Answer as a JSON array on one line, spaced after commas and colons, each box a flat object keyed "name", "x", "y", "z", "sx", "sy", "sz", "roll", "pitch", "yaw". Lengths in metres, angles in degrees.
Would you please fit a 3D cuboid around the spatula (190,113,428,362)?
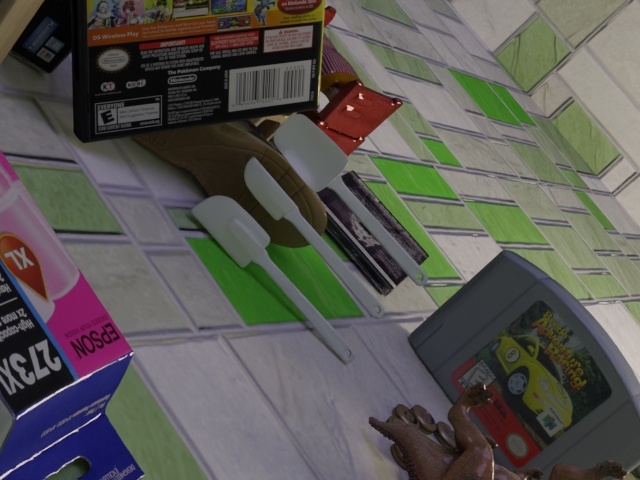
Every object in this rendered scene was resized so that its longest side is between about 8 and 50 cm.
[{"name": "spatula", "x": 0.000, "y": 0.000, "z": 1.492, "sx": 0.242, "sy": 0.168, "sz": 0.019, "roll": 47, "pitch": -13, "yaw": -8}]

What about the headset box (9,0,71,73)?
[{"name": "headset box", "x": -0.280, "y": -0.364, "z": 1.477, "sx": 0.131, "sy": 0.246, "sz": 0.283, "roll": 32, "pitch": 23, "yaw": -33}]

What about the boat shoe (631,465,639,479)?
[{"name": "boat shoe", "x": 0.495, "y": 0.313, "z": 1.943, "sx": 0.113, "sy": 0.105, "sz": 0.306, "roll": 41, "pitch": -7, "yaw": 17}]

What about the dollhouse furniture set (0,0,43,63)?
[{"name": "dollhouse furniture set", "x": -0.358, "y": -0.254, "z": 1.073, "sx": 0.198, "sy": 0.286, "sz": 0.303, "roll": 41, "pitch": 16, "yaw": 8}]

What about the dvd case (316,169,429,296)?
[{"name": "dvd case", "x": 0.063, "y": -0.014, "z": 1.829, "sx": 0.164, "sy": 0.018, "sz": 0.221, "roll": 49, "pitch": 19, "yaw": 3}]

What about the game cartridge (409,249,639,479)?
[{"name": "game cartridge", "x": 0.257, "y": 0.166, "z": 1.615, "sx": 0.294, "sy": 0.196, "sz": 0.060, "roll": 53, "pitch": 20, "yaw": 19}]

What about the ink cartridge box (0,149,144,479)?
[{"name": "ink cartridge box", "x": -0.248, "y": 0.033, "z": 0.982, "sx": 0.371, "sy": 0.069, "sz": 0.176, "roll": 58, "pitch": 22, "yaw": 1}]

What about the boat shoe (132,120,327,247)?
[{"name": "boat shoe", "x": -0.107, "y": -0.103, "z": 1.540, "sx": 0.285, "sy": 0.103, "sz": 0.092, "roll": 35, "pitch": 27, "yaw": -14}]

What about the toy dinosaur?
[{"name": "toy dinosaur", "x": 0.164, "y": 0.274, "z": 1.345, "sx": 0.296, "sy": 0.127, "sz": 0.200, "roll": 32, "pitch": 57, "yaw": 3}]

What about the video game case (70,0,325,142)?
[{"name": "video game case", "x": -0.120, "y": -0.236, "z": 1.398, "sx": 0.275, "sy": 0.248, "sz": 0.035, "roll": -11, "pitch": 31, "yaw": -26}]

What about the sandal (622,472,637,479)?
[{"name": "sandal", "x": 0.470, "y": 0.384, "z": 1.785, "sx": 0.303, "sy": 0.086, "sz": 0.120, "roll": 47, "pitch": 20, "yaw": 2}]

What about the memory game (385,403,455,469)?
[{"name": "memory game", "x": 0.140, "y": 0.252, "z": 1.485, "sx": 0.186, "sy": 0.012, "sz": 0.186, "roll": 40, "pitch": 21, "yaw": -18}]

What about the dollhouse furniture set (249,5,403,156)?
[{"name": "dollhouse furniture set", "x": -0.083, "y": -0.230, "z": 1.748, "sx": 0.374, "sy": 0.152, "sz": 0.201, "roll": 13, "pitch": 38, "yaw": -56}]
